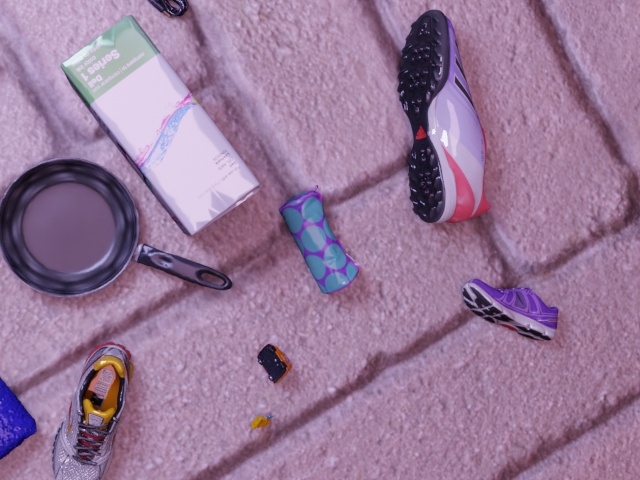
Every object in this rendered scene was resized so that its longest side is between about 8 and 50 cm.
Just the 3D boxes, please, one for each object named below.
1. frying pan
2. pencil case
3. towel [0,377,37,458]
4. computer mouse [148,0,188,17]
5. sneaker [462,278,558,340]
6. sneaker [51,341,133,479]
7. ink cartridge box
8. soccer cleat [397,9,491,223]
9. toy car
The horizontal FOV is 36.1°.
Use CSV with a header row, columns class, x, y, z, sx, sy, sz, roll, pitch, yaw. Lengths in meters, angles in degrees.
class,x,y,z,sx,sy,sz,roll,pitch,yaw
frying pan,-0.294,-0.021,1.406,0.326,0.053,0.197,-2,91,-13
pencil case,0.000,0.000,1.455,0.070,0.064,0.152,-28,96,7
towel,-0.570,0.218,1.342,0.227,0.076,0.308,-41,97,-7
computer mouse,-0.188,-0.419,1.429,0.106,0.042,0.193,43,83,-7
sneaker,0.294,0.097,1.522,0.170,0.068,0.071,26,70,-18
sneaker,-0.325,0.256,1.380,0.088,0.093,0.225,13,88,-11
ink cartridge box,-0.218,-0.146,1.343,0.117,0.201,0.278,-38,97,-8
soccer cleat,0.193,-0.185,1.483,0.116,0.108,0.318,-3,89,-31
toy car,-0.079,0.216,1.465,0.040,0.060,0.122,9,110,-53
